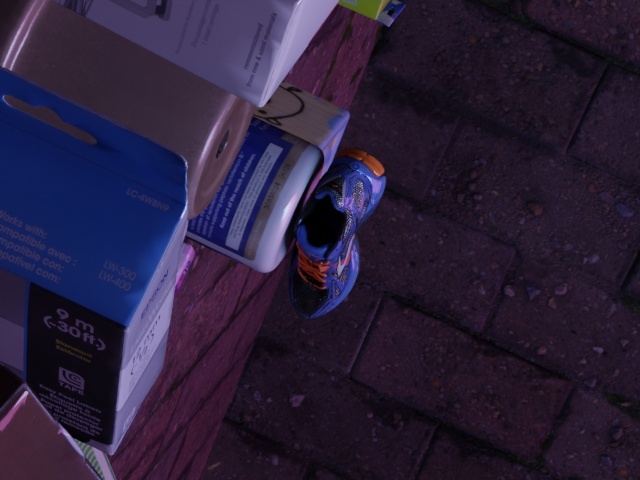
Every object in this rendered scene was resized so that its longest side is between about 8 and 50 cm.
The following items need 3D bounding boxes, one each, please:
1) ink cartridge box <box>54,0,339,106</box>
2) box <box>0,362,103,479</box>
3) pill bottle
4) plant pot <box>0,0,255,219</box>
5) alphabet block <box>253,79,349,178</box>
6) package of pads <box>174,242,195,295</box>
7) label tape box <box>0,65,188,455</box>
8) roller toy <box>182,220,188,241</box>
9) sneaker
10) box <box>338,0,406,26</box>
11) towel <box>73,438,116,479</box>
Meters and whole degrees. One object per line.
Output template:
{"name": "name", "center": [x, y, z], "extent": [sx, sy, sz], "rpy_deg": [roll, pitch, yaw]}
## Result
{"name": "ink cartridge box", "center": [-0.115, -0.258, 1.298], "extent": [0.207, 0.283, 0.117], "rpy_deg": [-59, 175, -45]}
{"name": "box", "center": [-0.364, 0.268, 1.328], "extent": [0.381, 0.143, 0.191], "rpy_deg": [-47, 145, -18]}
{"name": "pill bottle", "center": [-0.142, -0.084, 1.835], "extent": [0.153, 0.264, 0.153], "rpy_deg": [25, 90, -85]}
{"name": "plant pot", "center": [-0.182, -0.133, 1.476], "extent": [0.263, 0.229, 0.263], "rpy_deg": [24, 90, -84]}
{"name": "alphabet block", "center": [-0.097, -0.116, 2.400], "extent": [0.192, 0.197, 0.193], "rpy_deg": [-55, 168, -62]}
{"name": "package of pads", "center": [-0.230, 0.044, 2.678], "extent": [0.083, 0.032, 0.050], "rpy_deg": [-64, 171, -8]}
{"name": "label tape box", "center": [-0.248, 0.013, 1.377], "extent": [0.348, 0.249, 0.115], "rpy_deg": [105, 11, -58]}
{"name": "roller toy", "center": [-0.241, 0.003, 1.679], "extent": [0.146, 0.191, 0.209], "rpy_deg": [-68, 174, 30]}
{"name": "sneaker", "center": [0.000, 0.000, 1.836], "extent": [0.087, 0.083, 0.221], "rpy_deg": [-39, 151, -47]}
{"name": "box", "center": [0.043, -0.394, 2.564], "extent": [0.109, 0.178, 0.042], "rpy_deg": [-56, 169, -58]}
{"name": "towel", "center": [-0.320, 0.299, 2.034], "extent": [0.325, 0.038, 0.248], "rpy_deg": [-82, 156, -65]}
